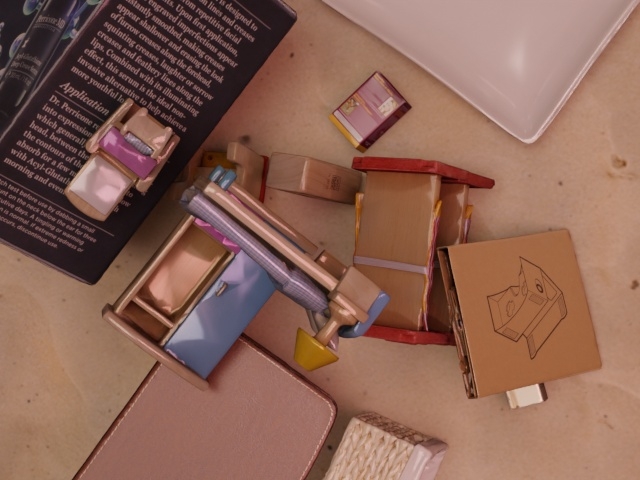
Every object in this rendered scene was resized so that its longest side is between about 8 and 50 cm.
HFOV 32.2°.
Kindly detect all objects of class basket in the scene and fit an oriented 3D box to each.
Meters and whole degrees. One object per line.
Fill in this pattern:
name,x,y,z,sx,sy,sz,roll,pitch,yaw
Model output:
basket,0.060,0.288,1.269,0.103,0.113,0.167,25,92,18

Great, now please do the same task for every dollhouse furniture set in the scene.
dollhouse furniture set,-0.128,0.027,1.051,0.286,0.303,0.198,38,88,-14
dollhouse furniture set,0.000,0.000,1.311,0.374,0.152,0.201,7,88,33

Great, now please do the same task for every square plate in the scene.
square plate,0.215,-0.343,1.308,0.347,0.049,0.344,38,96,15

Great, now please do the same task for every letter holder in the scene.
letter holder,-0.130,0.262,1.279,0.214,0.152,0.301,34,84,10

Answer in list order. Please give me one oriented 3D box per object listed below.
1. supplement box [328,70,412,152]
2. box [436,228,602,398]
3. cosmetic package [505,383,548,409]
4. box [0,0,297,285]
supplement box,0.060,-0.155,1.338,0.083,0.043,0.055,-42,77,9
box,0.219,0.076,1.212,0.021,0.201,0.164,-20,80,52
cosmetic package,0.223,0.132,1.264,0.041,0.060,0.115,-17,80,15
box,-0.273,-0.204,1.285,0.395,0.212,0.293,-52,42,5
